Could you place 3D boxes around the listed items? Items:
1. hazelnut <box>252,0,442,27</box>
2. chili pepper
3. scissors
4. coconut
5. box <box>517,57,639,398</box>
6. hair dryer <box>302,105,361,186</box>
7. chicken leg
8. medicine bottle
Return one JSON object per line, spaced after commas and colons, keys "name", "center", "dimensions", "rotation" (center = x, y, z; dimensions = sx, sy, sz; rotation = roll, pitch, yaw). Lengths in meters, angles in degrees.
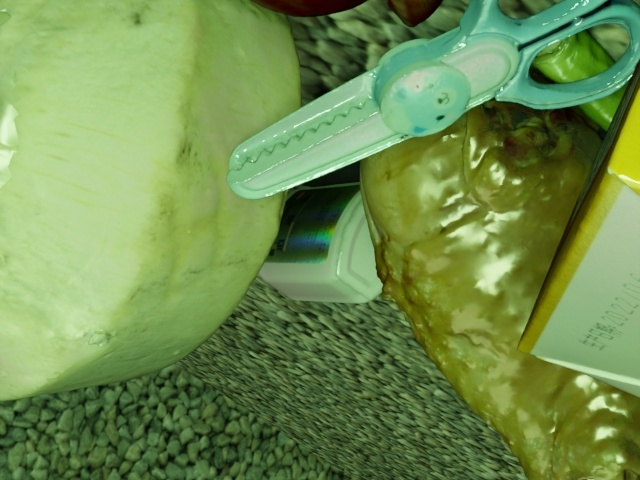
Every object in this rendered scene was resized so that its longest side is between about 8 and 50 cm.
{"name": "hazelnut", "center": [-0.018, -0.190, 0.630], "dimensions": [0.201, 0.161, 0.170], "rotation": [12, 160, 26]}
{"name": "chili pepper", "center": [0.210, -0.076, 0.824], "dimensions": [0.201, 0.050, 0.052], "rotation": [31, -154, -17]}
{"name": "scissors", "center": [0.061, -0.088, 0.748], "dimensions": [0.256, 0.030, 0.125], "rotation": [-25, 137, 11]}
{"name": "coconut", "center": [-0.168, -0.069, 0.880], "dimensions": [0.352, 0.353, 0.352], "rotation": [25, 164, 8]}
{"name": "box", "center": [0.263, -0.019, 0.615], "dimensions": [0.259, 0.214, 0.283], "rotation": [22, 164, 8]}
{"name": "hair dryer", "center": [0.099, -0.043, 1.091], "dimensions": [0.255, 0.070, 0.128], "rotation": [27, 165, -27]}
{"name": "chicken leg", "center": [0.190, 0.061, 0.892], "dimensions": [0.295, 0.410, 0.182], "rotation": [-4, 158, -43]}
{"name": "medicine bottle", "center": [0.000, 0.000, 1.252], "dimensions": [0.078, 0.115, 0.219], "rotation": [34, 163, -25]}
